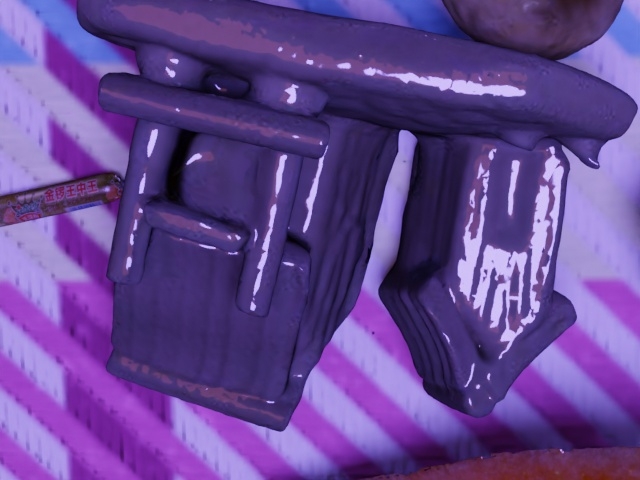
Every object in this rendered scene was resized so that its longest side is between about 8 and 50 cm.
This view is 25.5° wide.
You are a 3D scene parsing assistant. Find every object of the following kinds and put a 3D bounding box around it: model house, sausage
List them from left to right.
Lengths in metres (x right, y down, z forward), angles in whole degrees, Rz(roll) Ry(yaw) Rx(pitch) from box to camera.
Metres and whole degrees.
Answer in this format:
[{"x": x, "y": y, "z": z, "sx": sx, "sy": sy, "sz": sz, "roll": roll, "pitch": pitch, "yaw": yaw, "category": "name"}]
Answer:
[{"x": -0.138, "y": -0.016, "z": 0.664, "sx": 0.100, "sy": 0.015, "sz": 0.015, "roll": -11, "pitch": 101, "yaw": 7, "category": "sausage"}, {"x": 0.001, "y": -0.007, "z": 0.602, "sx": 0.229, "sy": 0.122, "sz": 0.188, "roll": 12, "pitch": 105, "yaw": -1, "category": "model house"}]

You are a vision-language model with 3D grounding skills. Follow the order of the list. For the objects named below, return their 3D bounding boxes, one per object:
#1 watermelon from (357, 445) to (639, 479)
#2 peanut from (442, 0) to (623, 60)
[{"x": 0.092, "y": 0.137, "z": 0.621, "sx": 0.245, "sy": 0.063, "sz": 0.119, "roll": -8, "pitch": 126, "yaw": 31, "category": "watermelon"}, {"x": 0.090, "y": -0.186, "z": 0.569, "sx": 0.086, "sy": 0.104, "sz": 0.227, "roll": -3, "pitch": 99, "yaw": -21, "category": "peanut"}]
